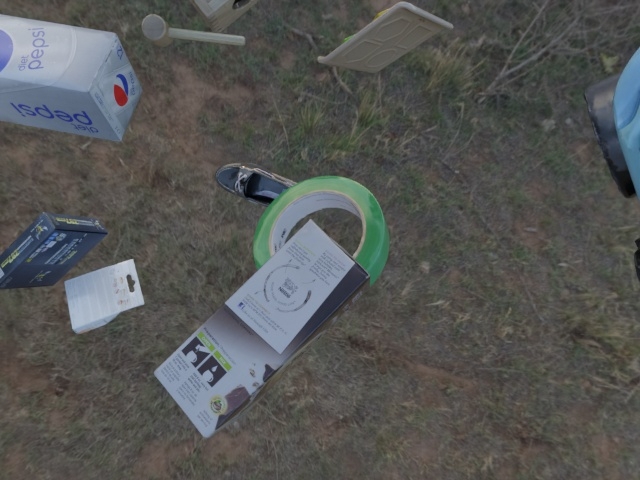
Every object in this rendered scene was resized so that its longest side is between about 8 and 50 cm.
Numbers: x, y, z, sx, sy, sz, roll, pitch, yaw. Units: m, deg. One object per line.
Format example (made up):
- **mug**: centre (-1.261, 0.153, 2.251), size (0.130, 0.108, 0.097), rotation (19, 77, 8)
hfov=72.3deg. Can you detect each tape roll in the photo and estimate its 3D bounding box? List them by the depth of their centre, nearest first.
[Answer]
- **tape roll**: centre (0.000, 0.000, 1.042), size (0.321, 0.077, 0.321), rotation (-8, 62, 16)

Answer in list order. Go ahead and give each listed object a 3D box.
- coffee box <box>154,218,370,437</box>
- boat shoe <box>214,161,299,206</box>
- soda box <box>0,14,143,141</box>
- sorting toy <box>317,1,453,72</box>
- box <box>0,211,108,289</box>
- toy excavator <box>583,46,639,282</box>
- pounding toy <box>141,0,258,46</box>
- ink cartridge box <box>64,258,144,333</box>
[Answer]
- **coffee box**: centre (-0.069, 0.127, 0.652), size (0.297, 0.168, 0.119), rotation (-45, 77, -4)
- **boat shoe**: centre (-0.175, -0.165, 1.351), size (0.335, 0.095, 0.112), rotation (17, 103, 3)
- **soda box**: centre (-0.382, -0.206, 0.535), size (0.286, 0.098, 0.091), rotation (10, 68, 2)
- **sorting toy**: centre (0.122, -0.385, 0.838), size (0.193, 0.208, 0.038), rotation (-17, 92, -50)
- **box**: centre (-0.695, 0.030, 1.122), size (0.232, 0.183, 0.059), rotation (-40, 81, 8)
- **toy excavator**: centre (0.268, 0.063, 0.186), size (0.445, 0.222, 0.433), rotation (-20, 91, -49)
- **pounding toy**: centre (-0.157, -0.343, 0.615), size (0.206, 0.094, 0.181), rotation (-38, 100, 2)
- **ink cartridge box**: centre (-0.562, 0.143, 1.149), size (0.179, 0.045, 0.145), rotation (-19, 64, -15)
